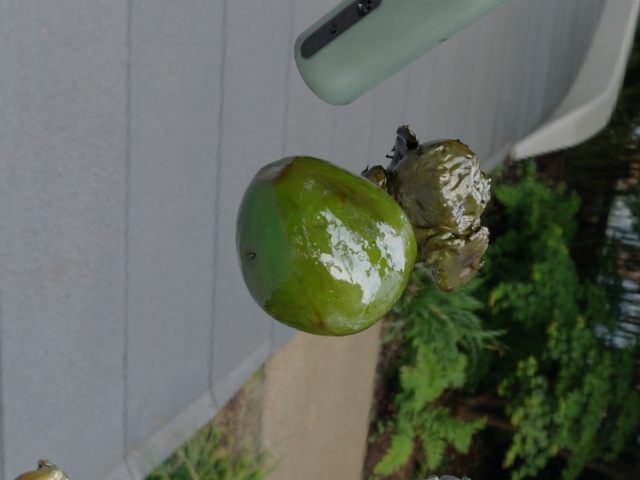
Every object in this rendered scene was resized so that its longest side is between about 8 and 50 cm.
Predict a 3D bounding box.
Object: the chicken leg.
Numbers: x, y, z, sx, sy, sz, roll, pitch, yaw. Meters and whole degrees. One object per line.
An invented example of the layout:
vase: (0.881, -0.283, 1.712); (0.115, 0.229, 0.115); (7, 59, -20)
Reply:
chicken leg: (0.116, 0.006, 1.327); (0.140, 0.211, 0.361); (-40, 166, -53)

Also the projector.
projector: (0.112, -0.262, 1.025); (0.108, 0.337, 0.108); (18, 60, -35)

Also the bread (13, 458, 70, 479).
bread: (-0.141, 0.170, 0.353); (0.147, 0.127, 0.152); (-38, 130, -53)

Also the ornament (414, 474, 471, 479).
ornament: (0.164, 0.313, 0.785); (0.120, 0.285, 0.130); (-22, 124, -18)

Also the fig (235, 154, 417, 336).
fig: (0.000, 0.000, 0.962); (0.191, 0.181, 0.181); (57, 41, -30)
